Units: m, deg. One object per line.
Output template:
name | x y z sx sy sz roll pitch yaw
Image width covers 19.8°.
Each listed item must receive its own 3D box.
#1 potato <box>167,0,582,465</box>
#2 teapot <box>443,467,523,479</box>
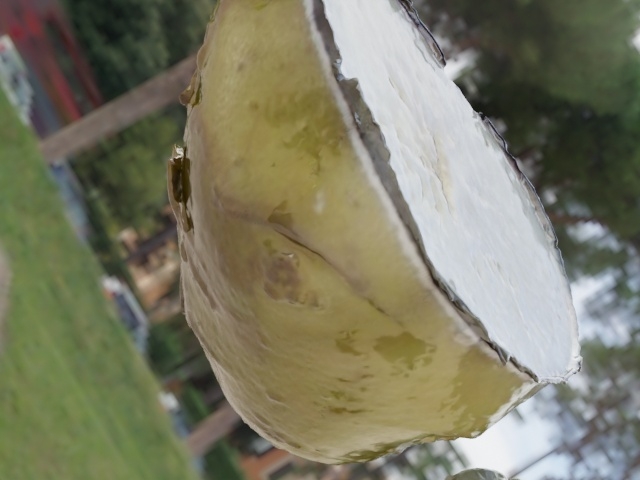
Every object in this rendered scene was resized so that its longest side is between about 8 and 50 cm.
potato | 0.000 0.000 1.019 0.300 0.196 0.246 51 21 -38
teapot | 0.100 0.170 1.085 0.057 0.067 0.083 47 18 -35
